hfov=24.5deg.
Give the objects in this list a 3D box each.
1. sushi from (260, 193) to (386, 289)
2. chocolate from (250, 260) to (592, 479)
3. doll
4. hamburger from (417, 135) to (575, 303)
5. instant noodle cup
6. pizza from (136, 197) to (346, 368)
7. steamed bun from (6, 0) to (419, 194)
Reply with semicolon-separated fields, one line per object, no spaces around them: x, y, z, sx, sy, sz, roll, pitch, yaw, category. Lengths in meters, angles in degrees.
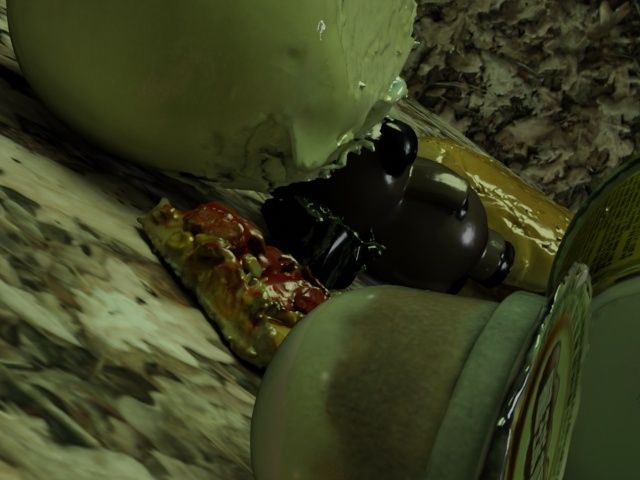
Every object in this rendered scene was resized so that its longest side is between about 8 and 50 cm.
0.000;0.000;1.247;0.083;0.056;0.085;33;9;33;sushi
0.039;0.101;0.702;0.147;0.221;0.221;8;4;17;chocolate
0.066;-0.037;1.348;0.257;0.182;0.117;41;51;-27;doll
0.186;-0.005;1.587;0.283;0.144;0.259;30;13;6;hamburger
0.282;0.096;1.010;0.325;0.325;0.254;37;24;11;instant noodle cup
-0.044;0.025;0.999;0.193;0.053;0.201;36;11;8;pizza
-0.087;-0.167;1.188;0.312;0.233;0.334;9;17;28;steamed bun
